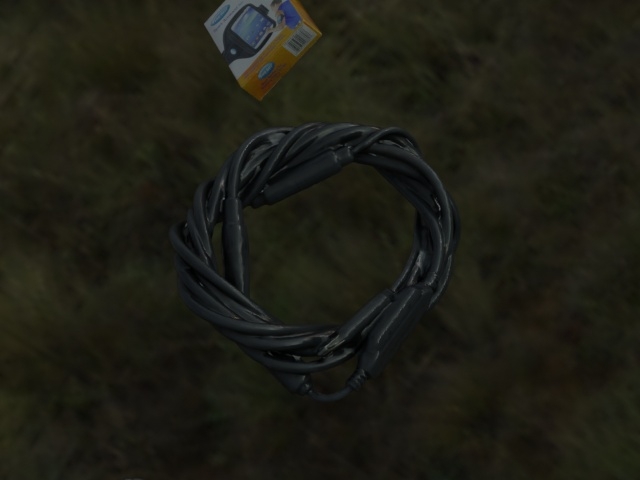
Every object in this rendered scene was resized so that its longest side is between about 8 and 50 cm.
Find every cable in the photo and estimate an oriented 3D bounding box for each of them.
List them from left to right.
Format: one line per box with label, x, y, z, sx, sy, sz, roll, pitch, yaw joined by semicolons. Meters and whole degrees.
cable;0.000;0.000;1.091;0.184;0.150;0.047;-53;-10;-31

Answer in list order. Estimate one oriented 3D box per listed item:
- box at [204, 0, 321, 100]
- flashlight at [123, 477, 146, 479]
box;-0.055;-0.189;1.657;0.081;0.028;0.136;-46;39;12
flashlight;-0.034;0.287;1.561;0.103;0.304;0.103;-55;19;40
